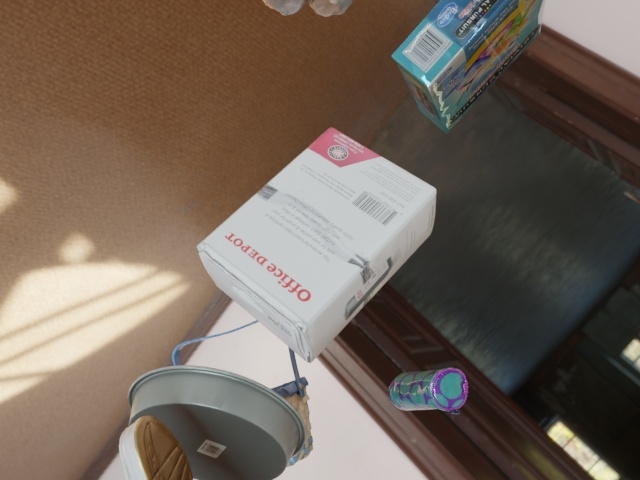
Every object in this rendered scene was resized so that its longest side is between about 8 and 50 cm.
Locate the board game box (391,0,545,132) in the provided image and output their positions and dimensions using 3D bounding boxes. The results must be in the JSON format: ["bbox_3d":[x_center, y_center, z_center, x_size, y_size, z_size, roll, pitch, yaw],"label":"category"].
[{"bbox_3d":[0.258,-0.328,1.019,0.254,0.079,0.336,-47,167,10],"label":"board game box"}]

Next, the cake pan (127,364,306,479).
[{"bbox_3d":[-0.170,0.304,0.970,0.054,0.293,0.293,-78,180,-46],"label":"cake pan"}]

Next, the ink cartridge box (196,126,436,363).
[{"bbox_3d":[0.000,0.000,0.679,0.218,0.158,0.092,-43,152,-22],"label":"ink cartridge box"}]

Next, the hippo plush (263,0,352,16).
[{"bbox_3d":[-0.003,-0.396,0.852,0.294,0.236,0.234,-2,131,7],"label":"hippo plush"}]

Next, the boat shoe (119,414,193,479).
[{"bbox_3d":[-0.216,0.360,0.807,0.096,0.277,0.098,-12,-164,15],"label":"boat shoe"}]

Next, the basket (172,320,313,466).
[{"bbox_3d":[-0.152,0.315,1.221,0.255,0.289,0.201,-18,175,15],"label":"basket"}]

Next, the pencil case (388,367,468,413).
[{"bbox_3d":[0.165,0.232,0.946,0.070,0.064,0.152,13,163,-17],"label":"pencil case"}]
